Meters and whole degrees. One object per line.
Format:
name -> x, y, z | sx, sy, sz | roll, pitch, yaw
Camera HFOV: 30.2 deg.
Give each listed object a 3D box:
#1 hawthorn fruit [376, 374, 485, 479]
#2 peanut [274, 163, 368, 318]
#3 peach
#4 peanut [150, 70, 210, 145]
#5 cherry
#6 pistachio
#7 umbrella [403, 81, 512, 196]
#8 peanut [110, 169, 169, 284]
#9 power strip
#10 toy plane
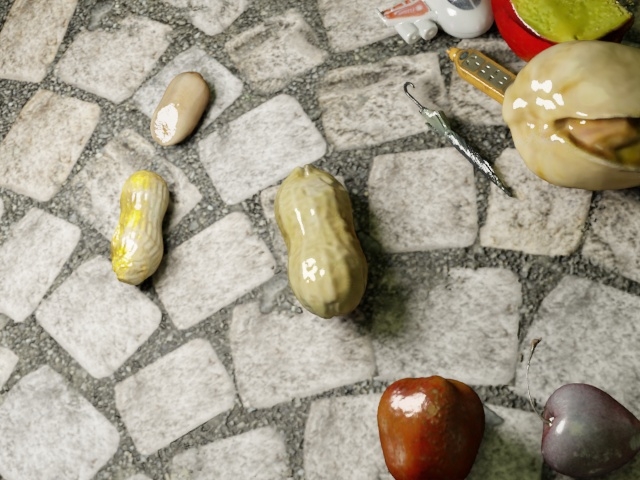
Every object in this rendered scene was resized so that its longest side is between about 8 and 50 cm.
hawthorn fruit -> 0.150, 0.290, 1.637 | 0.163, 0.162, 0.203 | -4, 72, 12
peanut -> 0.000, 0.000, 1.840 | 0.130, 0.130, 0.290 | -16, 54, 6
peach -> 0.357, -0.374, 1.919 | 0.154, 0.158, 0.267 | -39, 73, -12
peanut -> -0.242, -0.227, 2.051 | 0.076, 0.076, 0.152 | 17, 66, 21
cherry -> 0.370, 0.233, 1.632 | 0.148, 0.115, 0.188 | -8, 54, 32
pistachio -> 0.433, -0.185, 1.776 | 0.321, 0.229, 0.238 | 7, 31, 9
umbrella -> 0.220, -0.159, 1.925 | 0.044, 0.044, 0.269 | -27, 66, -30
peanut -> -0.294, -0.022, 1.948 | 0.087, 0.087, 0.206 | -2, 61, 13
power strip -> 0.276, -0.274, 1.967 | 0.049, 0.028, 0.178 | -45, 61, -10
toy plane -> 0.206, -0.442, 2.024 | 0.252, 0.118, 0.252 | -5, 65, 11
